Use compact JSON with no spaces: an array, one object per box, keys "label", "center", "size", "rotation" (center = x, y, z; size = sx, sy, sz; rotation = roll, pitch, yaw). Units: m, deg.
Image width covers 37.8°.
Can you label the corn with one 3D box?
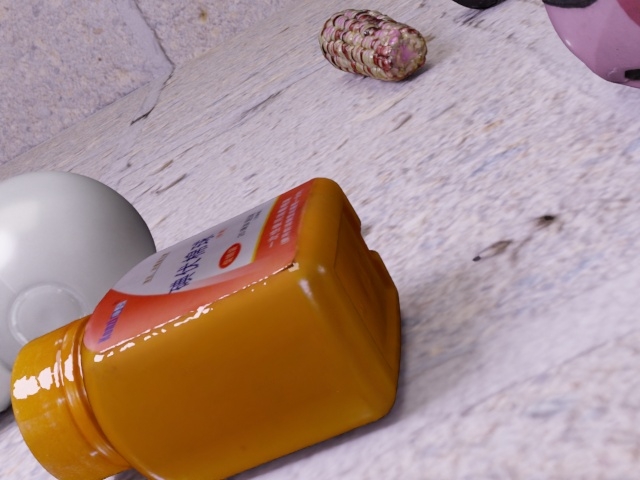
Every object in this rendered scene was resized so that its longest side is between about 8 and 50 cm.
[{"label":"corn","center":[0.070,-0.258,1.244],"size":[0.092,0.092,0.280],"rotation":[-32,24,-6]}]

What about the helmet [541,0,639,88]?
[{"label":"helmet","center":[0.271,-0.179,0.649],"size":[0.198,0.154,0.253],"rotation":[-23,27,-33]}]

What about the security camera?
[{"label":"security camera","center":[-0.262,0.036,0.824],"size":[0.236,0.194,0.194],"rotation":[-29,19,-4]}]

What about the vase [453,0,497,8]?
[{"label":"vase","center":[0.252,-0.389,1.280],"size":[0.183,0.120,0.120],"rotation":[-17,18,-6]}]

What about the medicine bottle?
[{"label":"medicine bottle","center":[-0.069,0.066,0.572],"size":[0.222,0.112,0.149],"rotation":[-24,20,15]}]
